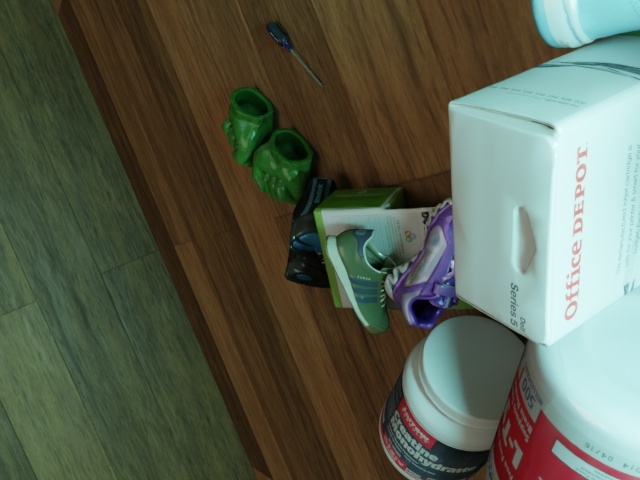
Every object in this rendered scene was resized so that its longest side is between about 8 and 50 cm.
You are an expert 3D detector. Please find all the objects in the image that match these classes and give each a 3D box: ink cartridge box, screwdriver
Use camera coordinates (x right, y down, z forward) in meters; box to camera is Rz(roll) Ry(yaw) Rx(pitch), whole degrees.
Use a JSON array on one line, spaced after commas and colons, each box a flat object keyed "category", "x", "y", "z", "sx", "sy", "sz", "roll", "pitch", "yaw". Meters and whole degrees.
[{"category": "ink cartridge box", "x": 0.250, "y": -0.061, "z": 0.590, "sx": 0.114, "sy": 0.272, "sz": 0.199, "roll": 31, "pitch": 138, "yaw": 49}, {"category": "ink cartridge box", "x": 0.136, "y": 0.013, "z": 1.096, "sx": 0.255, "sy": 0.097, "sz": 0.189, "roll": -1, "pitch": 115, "yaw": 27}, {"category": "screwdriver", "x": -0.047, "y": -0.335, "z": 1.206, "sx": 0.025, "sy": 0.024, "sz": 0.170, "roll": -43, "pitch": 73, "yaw": 32}]

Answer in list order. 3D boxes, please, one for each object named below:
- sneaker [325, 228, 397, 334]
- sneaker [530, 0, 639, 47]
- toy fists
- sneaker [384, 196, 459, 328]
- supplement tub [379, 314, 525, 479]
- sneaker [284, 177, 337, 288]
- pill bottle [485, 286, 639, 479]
[{"category": "sneaker", "x": 0.085, "y": 0.063, "z": 1.049, "sx": 0.086, "sy": 0.064, "sz": 0.192, "roll": -19, "pitch": 112, "yaw": 23}, {"category": "sneaker", "x": 0.282, "y": -0.319, "z": 0.511, "sx": 0.208, "sy": 0.127, "sz": 0.319, "roll": 8, "pitch": 107, "yaw": 38}, {"category": "toy fists", "x": -0.116, "y": -0.187, "z": 1.380, "sx": 0.279, "sy": 0.096, "sz": 0.142, "roll": 49, "pitch": 151, "yaw": 28}, {"category": "sneaker", "x": 0.179, "y": 0.039, "z": 0.942, "sx": 0.105, "sy": 0.095, "sz": 0.236, "roll": -97, "pitch": 29, "yaw": -48}, {"category": "supplement tub", "x": 0.208, "y": 0.259, "z": 1.044, "sx": 0.191, "sy": 0.191, "sz": 0.272, "roll": 51, "pitch": 151, "yaw": 27}, {"category": "sneaker", "x": 0.000, "y": 0.000, "z": 1.332, "sx": 0.341, "sy": 0.124, "sz": 0.140, "roll": 104, "pitch": 174, "yaw": -67}, {"category": "pill bottle", "x": 0.322, "y": 0.253, "z": 0.779, "sx": 0.229, "sy": 0.229, "sz": 0.408, "roll": 44, "pitch": 147, "yaw": 37}]
